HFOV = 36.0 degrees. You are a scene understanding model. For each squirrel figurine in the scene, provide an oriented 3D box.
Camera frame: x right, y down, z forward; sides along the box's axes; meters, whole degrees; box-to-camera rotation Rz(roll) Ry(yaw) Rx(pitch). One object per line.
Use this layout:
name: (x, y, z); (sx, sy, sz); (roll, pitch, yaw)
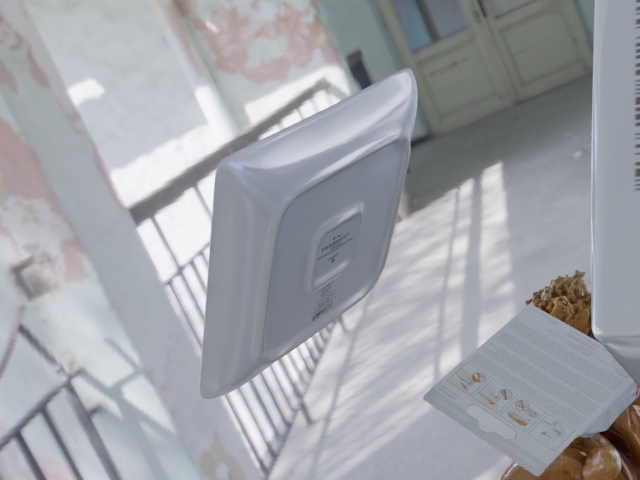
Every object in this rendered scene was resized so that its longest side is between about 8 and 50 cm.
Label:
squirrel figurine: (0.300, 0.248, 1.202); (0.281, 0.397, 0.370); (-22, -13, 30)

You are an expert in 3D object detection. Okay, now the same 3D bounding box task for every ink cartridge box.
ink cartridge box: (0.213, 0.154, 0.982); (0.179, 0.045, 0.145); (-36, 49, -28)

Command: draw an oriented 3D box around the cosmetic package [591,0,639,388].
cosmetic package: (0.396, -0.040, 0.700); (0.327, 0.329, 0.393); (-4, -20, 27)

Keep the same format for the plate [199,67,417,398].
plate: (0.000, 0.000, 0.943); (0.045, 0.278, 0.277); (31, 41, 26)
